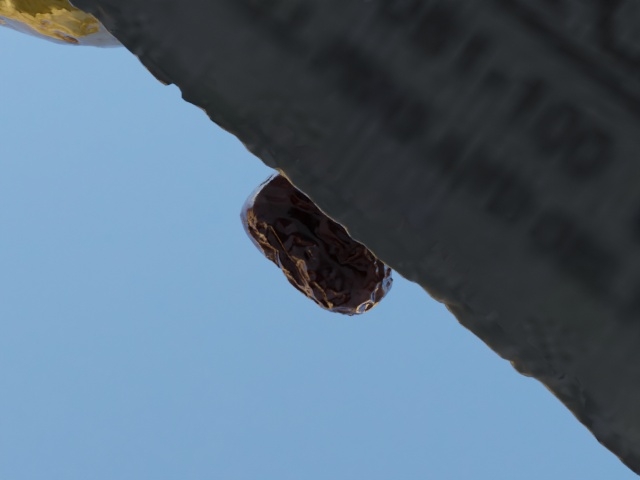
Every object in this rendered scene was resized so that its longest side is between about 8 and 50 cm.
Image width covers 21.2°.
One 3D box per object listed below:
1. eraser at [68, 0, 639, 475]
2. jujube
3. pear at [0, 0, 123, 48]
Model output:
[{"bbox_3d":[0.019,-0.066,0.400,0.352,0.077,0.111,40,-80,1],"label":"eraser"},{"bbox_3d":[0.000,0.000,1.268,0.077,0.077,0.129,-34,-112,-31],"label":"jujube"},{"bbox_3d":[-0.097,-0.231,0.843,0.271,0.271,0.271,8,-120,-15],"label":"pear"}]
